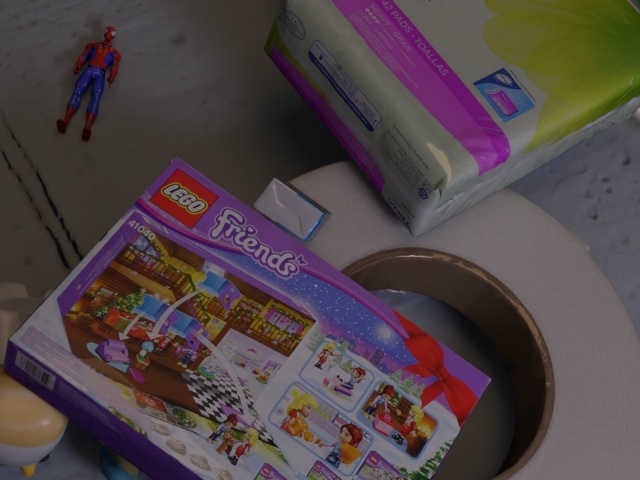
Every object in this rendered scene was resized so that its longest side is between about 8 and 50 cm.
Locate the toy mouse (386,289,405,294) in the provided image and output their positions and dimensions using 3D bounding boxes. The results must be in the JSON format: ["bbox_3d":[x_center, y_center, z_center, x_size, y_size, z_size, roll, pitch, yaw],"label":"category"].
[{"bbox_3d":[0.000,0.000,1.131,0.161,0.031,0.143,14,61,-9],"label":"toy mouse"}]

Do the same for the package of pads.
[{"bbox_3d":[0.126,-0.164,1.107,0.296,0.101,0.229,-27,70,-31],"label":"package of pads"}]

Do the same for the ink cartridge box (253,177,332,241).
[{"bbox_3d":[-0.020,-0.023,1.004,0.048,0.083,0.028,36,94,5],"label":"ink cartridge box"}]

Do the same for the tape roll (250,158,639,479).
[{"bbox_3d":[0.079,0.113,1.035,0.391,0.072,0.392,7,62,-12],"label":"tape roll"}]

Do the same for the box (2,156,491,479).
[{"bbox_3d":[-0.047,0.097,0.926,0.293,0.057,0.201,36,56,4],"label":"box"}]

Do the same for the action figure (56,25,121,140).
[{"bbox_3d":[-0.202,-0.145,1.151,0.038,0.030,0.115,14,59,-3],"label":"action figure"}]

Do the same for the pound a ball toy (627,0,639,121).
[{"bbox_3d":[0.349,-0.211,1.234,0.319,0.135,0.208,42,51,-18],"label":"pound a ball toy"}]

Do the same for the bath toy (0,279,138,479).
[{"bbox_3d":[-0.297,0.096,0.951,0.348,0.129,0.151,13,17,-12],"label":"bath toy"}]
